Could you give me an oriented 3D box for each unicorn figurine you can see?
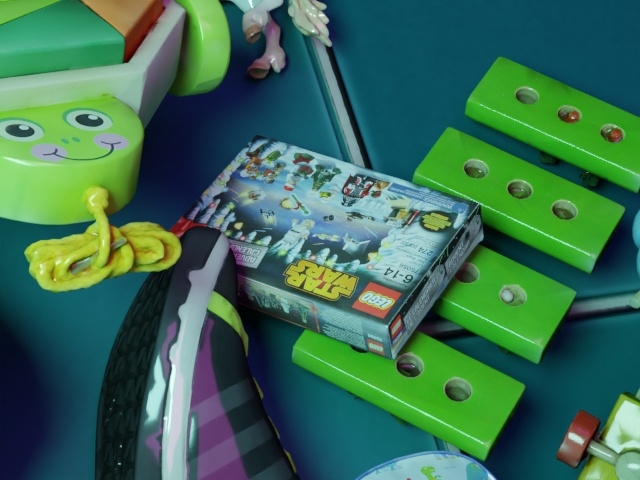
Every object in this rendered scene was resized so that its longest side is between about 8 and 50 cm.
[{"bbox_3d":[-0.075,-0.151,0.891,0.162,0.060,0.111,16,55,-28],"label":"unicorn figurine"}]

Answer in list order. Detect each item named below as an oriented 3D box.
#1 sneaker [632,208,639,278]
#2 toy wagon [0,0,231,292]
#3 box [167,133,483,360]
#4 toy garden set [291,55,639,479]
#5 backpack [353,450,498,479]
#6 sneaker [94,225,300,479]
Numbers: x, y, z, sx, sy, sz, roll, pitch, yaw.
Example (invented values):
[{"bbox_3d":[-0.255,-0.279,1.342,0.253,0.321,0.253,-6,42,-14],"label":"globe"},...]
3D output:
[{"bbox_3d":[0.295,0.026,0.759,0.319,0.127,0.208,3,60,-17],"label":"sneaker"},{"bbox_3d":[-0.172,-0.093,0.729,0.267,0.068,0.344,-12,37,-36],"label":"toy wagon"},{"bbox_3d":[0.000,0.000,0.801,0.137,0.027,0.094,18,51,27],"label":"box"},{"bbox_3d":[0.130,0.030,0.837,0.203,0.049,0.244,26,53,14],"label":"toy garden set"},{"bbox_3d":[0.054,0.155,0.729,0.105,0.084,0.114,-9,60,-26],"label":"backpack"},{"bbox_3d":[-0.049,0.110,0.734,0.097,0.084,0.235,16,63,-22],"label":"sneaker"}]
